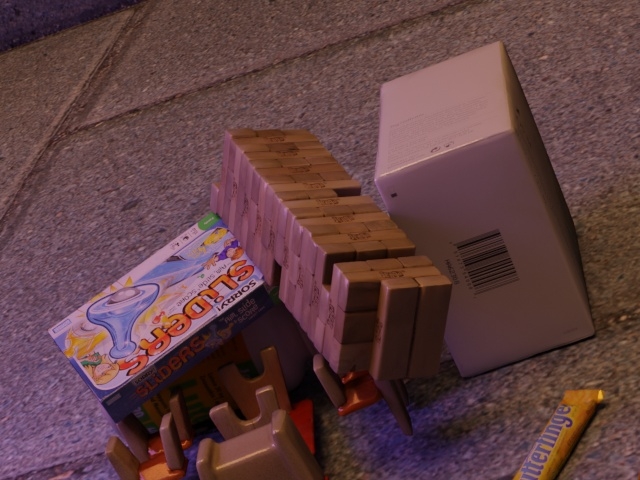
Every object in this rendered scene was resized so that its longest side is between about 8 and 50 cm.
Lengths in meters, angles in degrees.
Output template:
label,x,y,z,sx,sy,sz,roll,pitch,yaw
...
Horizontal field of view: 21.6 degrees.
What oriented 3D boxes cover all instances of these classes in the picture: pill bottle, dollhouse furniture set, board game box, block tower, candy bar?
label,x,y,z,sx,sy,sz,roll,pitch,yaw
pill bottle,-0.097,0.101,1.665,0.245,0.136,0.136,-20,24,11
dollhouse furniture set,-0.044,0.196,1.482,0.262,0.135,0.259,-22,13,5
board game box,-0.145,0.069,1.589,0.201,0.035,0.136,-37,40,-10
block tower,0.000,0.000,1.507,0.090,0.097,0.335,-4,27,-24
candy bar,0.189,0.175,1.390,0.040,0.018,0.161,-4,30,39

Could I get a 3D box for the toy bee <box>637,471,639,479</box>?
label,x,y,z,sx,sy,sz,roll,pitch,yaw
toy bee,0.216,0.212,1.077,0.195,0.162,0.298,-9,33,-10

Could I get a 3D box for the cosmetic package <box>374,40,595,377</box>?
label,x,y,z,sx,sy,sz,roll,pitch,yaw
cosmetic package,0.155,-0.034,1.596,0.138,0.224,0.225,-20,25,12
